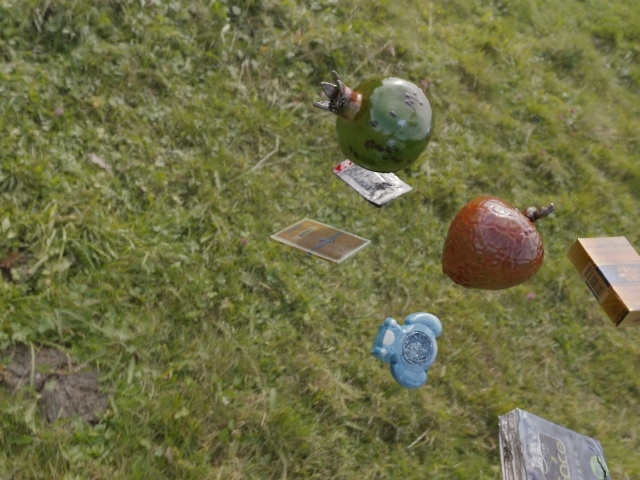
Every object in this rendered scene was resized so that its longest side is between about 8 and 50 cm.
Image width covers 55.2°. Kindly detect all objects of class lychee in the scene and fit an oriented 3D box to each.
[{"bbox_3d":[0.432,-0.003,1.504,0.255,0.300,0.255,36,14,-11],"label":"lychee"}]

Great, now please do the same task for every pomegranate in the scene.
[{"bbox_3d":[0.153,-0.318,1.661,0.323,0.291,0.291,3,55,-47],"label":"pomegranate"}]

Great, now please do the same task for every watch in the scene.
[{"bbox_3d":[0.224,0.297,1.701,0.211,0.193,0.211,3,79,-14],"label":"watch"}]

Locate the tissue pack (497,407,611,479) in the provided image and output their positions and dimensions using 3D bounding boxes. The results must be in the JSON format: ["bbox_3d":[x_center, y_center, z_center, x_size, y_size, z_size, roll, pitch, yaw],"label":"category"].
[{"bbox_3d":[0.454,0.439,1.174,0.235,0.073,0.173,25,46,-19],"label":"tissue pack"}]

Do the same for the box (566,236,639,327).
[{"bbox_3d":[0.735,0.096,1.498,0.152,0.070,0.237,-2,48,-18],"label":"box"}]

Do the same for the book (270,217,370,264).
[{"bbox_3d":[0.000,-0.001,1.757,0.241,0.018,0.170,20,32,32],"label":"book"}]

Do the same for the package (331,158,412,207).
[{"bbox_3d":[0.166,-0.200,1.972,0.154,0.030,0.239,-30,57,-25],"label":"package"}]
